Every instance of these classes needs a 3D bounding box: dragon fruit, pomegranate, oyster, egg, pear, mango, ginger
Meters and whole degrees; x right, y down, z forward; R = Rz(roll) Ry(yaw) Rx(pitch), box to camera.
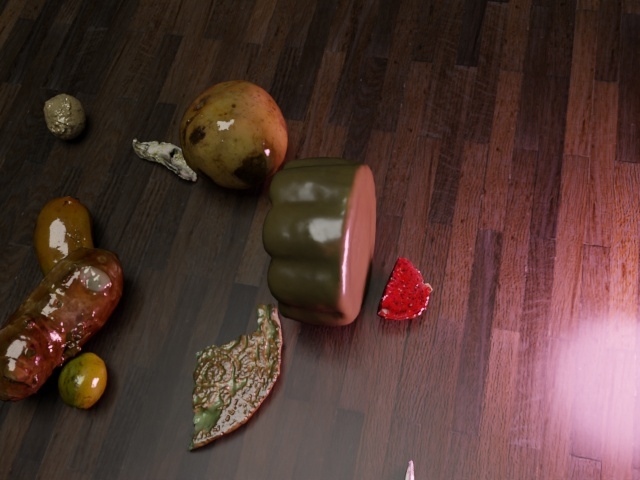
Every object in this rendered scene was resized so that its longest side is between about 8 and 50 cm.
[{"bbox_3d":[0.194,0.134,1.579,0.106,0.083,0.162,22,58,2],"label":"dragon fruit"},{"bbox_3d":[-0.215,-0.263,1.715,0.281,0.281,0.281,-2,64,5],"label":"pomegranate"},{"bbox_3d":[-0.404,-0.220,1.839,0.200,0.061,0.106,40,56,19],"label":"oyster"},{"bbox_3d":[-0.709,-0.344,1.887,0.118,0.116,0.140,-32,57,21],"label":"egg"},{"bbox_3d":[-0.540,0.321,1.546,0.107,0.107,0.131,7,58,9],"label":"pear"},{"bbox_3d":[-0.641,0.009,1.702,0.156,0.151,0.249,-22,70,43],"label":"mango"},{"bbox_3d":[-0.604,0.192,1.542,0.418,0.254,0.176,-45,113,-10],"label":"ginger"}]

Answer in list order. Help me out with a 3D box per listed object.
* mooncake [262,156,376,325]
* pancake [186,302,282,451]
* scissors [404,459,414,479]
[{"bbox_3d":[0.000,0.000,1.509,0.201,0.378,0.378,5,64,14],"label":"mooncake"},{"bbox_3d":[-0.201,0.307,1.549,0.197,0.054,0.376,29,68,17],"label":"pancake"},{"bbox_3d":[0.168,0.599,1.378,0.109,0.022,0.300,7,64,5],"label":"scissors"}]
